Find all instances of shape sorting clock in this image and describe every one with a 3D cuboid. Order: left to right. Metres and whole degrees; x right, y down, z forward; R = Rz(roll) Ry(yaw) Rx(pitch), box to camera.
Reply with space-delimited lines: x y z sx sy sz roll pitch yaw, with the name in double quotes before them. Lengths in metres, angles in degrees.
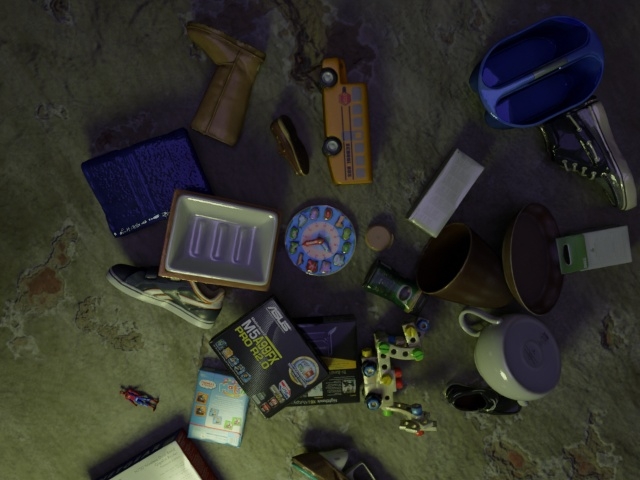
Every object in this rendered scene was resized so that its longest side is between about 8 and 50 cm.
"shape sorting clock" 0.000 0.000 1.358 0.206 0.040 0.206 0 96 -2

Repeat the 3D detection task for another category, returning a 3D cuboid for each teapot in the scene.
"teapot" 0.527 0.328 1.340 0.253 0.187 0.255 12 68 -21

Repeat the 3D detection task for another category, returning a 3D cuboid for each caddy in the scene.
"caddy" 0.572 -0.441 1.262 0.341 0.179 0.241 -26 96 1

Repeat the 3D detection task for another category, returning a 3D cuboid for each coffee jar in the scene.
"coffee jar" 0.220 0.138 1.358 0.184 0.079 0.096 30 92 -3

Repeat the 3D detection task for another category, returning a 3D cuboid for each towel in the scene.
"towel" -0.473 -0.162 1.321 0.308 0.076 0.227 -20 103 0

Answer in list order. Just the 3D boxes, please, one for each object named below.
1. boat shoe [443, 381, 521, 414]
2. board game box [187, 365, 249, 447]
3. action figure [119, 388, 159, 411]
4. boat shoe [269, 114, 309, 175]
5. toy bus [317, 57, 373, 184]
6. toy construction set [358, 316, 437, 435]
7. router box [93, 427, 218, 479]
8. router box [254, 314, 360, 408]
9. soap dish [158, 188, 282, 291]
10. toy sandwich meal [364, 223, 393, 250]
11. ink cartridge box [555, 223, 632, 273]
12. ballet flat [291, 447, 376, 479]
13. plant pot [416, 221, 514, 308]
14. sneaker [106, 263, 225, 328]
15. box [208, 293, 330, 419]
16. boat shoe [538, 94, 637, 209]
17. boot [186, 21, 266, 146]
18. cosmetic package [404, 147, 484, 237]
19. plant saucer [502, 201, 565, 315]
"boat shoe" 0.487 0.482 1.399 0.233 0.079 0.084 11 93 -4
"board game box" -0.295 0.491 1.397 0.160 0.039 0.211 12 97 0
"action figure" -0.539 0.469 1.398 0.115 0.030 0.038 23 99 -1
"boat shoe" -0.086 -0.260 1.327 0.060 0.064 0.177 -22 95 31
"toy bus" 0.066 -0.320 1.295 0.130 0.108 0.332 -4 96 -1
"toy construction set" 0.225 0.389 1.357 0.215 0.151 0.327 -7 85 -1
"router box" -0.477 0.775 1.400 0.336 0.082 0.301 -32 95 2
"router box" -0.044 0.348 1.370 0.309 0.081 0.242 -2 95 -1
"soap dish" -0.265 0.004 1.270 0.291 0.118 0.228 11 83 -19
"toy sandwich meal" 0.170 -0.009 1.369 0.086 0.029 0.085 0 96 3
"ink cartridge box" 0.776 0.024 1.369 0.209 0.062 0.108 -10 95 0
"ballet flat" 0.075 0.702 1.403 0.342 0.116 0.124 38 73 -5
"plant pot" 0.424 0.097 1.311 0.230 0.215 0.215 29 94 -18
"sneaker" -0.420 0.120 1.320 0.321 0.126 0.127 28 99 -14
"box" -0.138 0.317 1.293 0.216 0.060 0.270 -35 95 3
"boat shoe" 0.744 -0.220 1.329 0.158 0.127 0.340 -24 93 14
"boot" -0.296 -0.425 1.288 0.236 0.089 0.269 23 96 -3
"cosmetic package" 0.350 -0.134 1.344 0.099 0.060 0.239 34 93 -6
"plant saucer" 0.584 0.050 1.303 0.311 0.050 0.310 4 83 -39
